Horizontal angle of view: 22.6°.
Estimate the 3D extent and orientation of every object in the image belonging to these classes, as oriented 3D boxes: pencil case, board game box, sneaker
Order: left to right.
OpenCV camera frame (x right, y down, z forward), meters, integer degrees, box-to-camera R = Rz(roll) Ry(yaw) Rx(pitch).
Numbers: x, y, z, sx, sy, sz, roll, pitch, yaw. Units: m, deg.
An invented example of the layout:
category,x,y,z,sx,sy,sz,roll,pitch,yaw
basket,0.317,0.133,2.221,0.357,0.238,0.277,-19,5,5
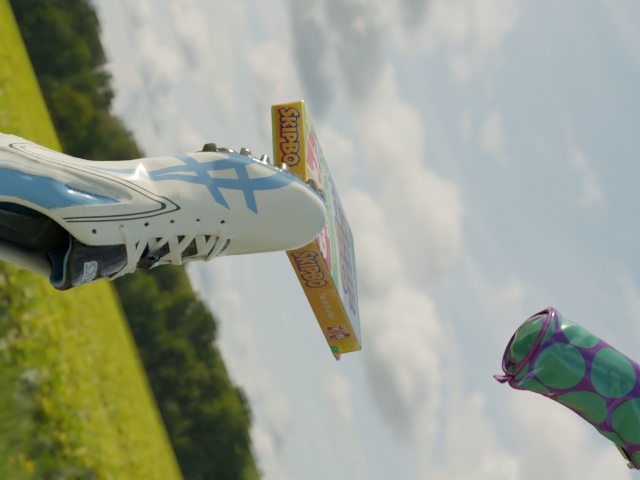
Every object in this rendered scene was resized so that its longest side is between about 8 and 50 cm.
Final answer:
category,x,y,z,sx,sy,sz,roll,pitch,yaw
sneaker,-0.108,-0.008,0.896,0.085,0.237,0.086,126,-39,-54
board game box,0.000,0.000,1.391,0.259,0.039,0.124,73,12,-61
pencil case,0.208,0.114,1.195,0.151,0.070,0.064,34,1,-13
